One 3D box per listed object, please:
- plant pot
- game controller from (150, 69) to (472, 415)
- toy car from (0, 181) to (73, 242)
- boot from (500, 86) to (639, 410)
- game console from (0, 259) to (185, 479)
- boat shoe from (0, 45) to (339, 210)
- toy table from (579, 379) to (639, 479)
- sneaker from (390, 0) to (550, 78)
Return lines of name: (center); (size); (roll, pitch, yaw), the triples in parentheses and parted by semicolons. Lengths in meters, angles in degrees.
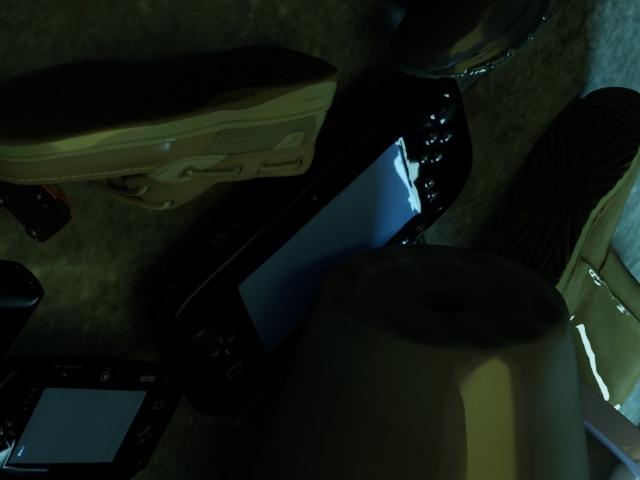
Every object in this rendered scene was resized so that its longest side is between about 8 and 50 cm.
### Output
plant pot: (0.084, 0.165, 1.469); (0.323, 0.323, 0.280); (-15, 121, -39)
game controller: (0.000, 0.000, 1.466); (0.319, 0.067, 0.166); (-42, 138, -16)
toy car: (-0.213, -0.002, 1.290); (0.122, 0.060, 0.040); (-57, -173, 25)
boot: (0.260, 0.014, 1.729); (0.236, 0.089, 0.269); (-59, 147, -9)
game console: (-0.214, 0.110, 1.261); (0.361, 0.044, 0.213); (9, 121, -56)
boat shoe: (-0.109, -0.066, 1.288); (0.302, 0.109, 0.098); (-16, 124, -45)
toy table: (0.230, 0.242, 1.739); (0.161, 0.274, 0.252); (-51, -176, -9)
sneaker: (0.141, -0.245, 1.440); (0.286, 0.109, 0.130); (-50, 130, -19)
